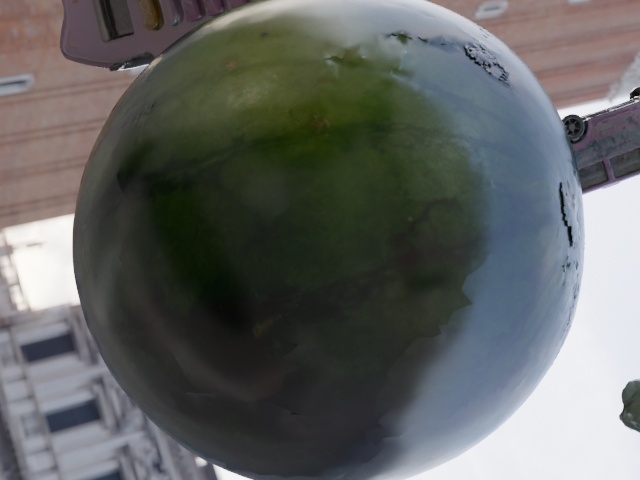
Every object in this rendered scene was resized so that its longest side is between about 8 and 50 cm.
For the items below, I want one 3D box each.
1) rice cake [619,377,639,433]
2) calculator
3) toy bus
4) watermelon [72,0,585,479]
[{"bbox_3d":[0.150,0.052,0.373,0.121,0.022,0.021,1,-100,25],"label":"rice cake"},{"bbox_3d":[-0.113,-0.229,0.924,0.294,0.043,0.194,-4,-79,46],"label":"calculator"},{"bbox_3d":[0.170,-0.056,0.733,0.037,0.131,0.052,-176,-113,-79],"label":"toy bus"},{"bbox_3d":[0.004,-0.001,0.608,0.242,0.242,0.242,34,-49,52],"label":"watermelon"}]
